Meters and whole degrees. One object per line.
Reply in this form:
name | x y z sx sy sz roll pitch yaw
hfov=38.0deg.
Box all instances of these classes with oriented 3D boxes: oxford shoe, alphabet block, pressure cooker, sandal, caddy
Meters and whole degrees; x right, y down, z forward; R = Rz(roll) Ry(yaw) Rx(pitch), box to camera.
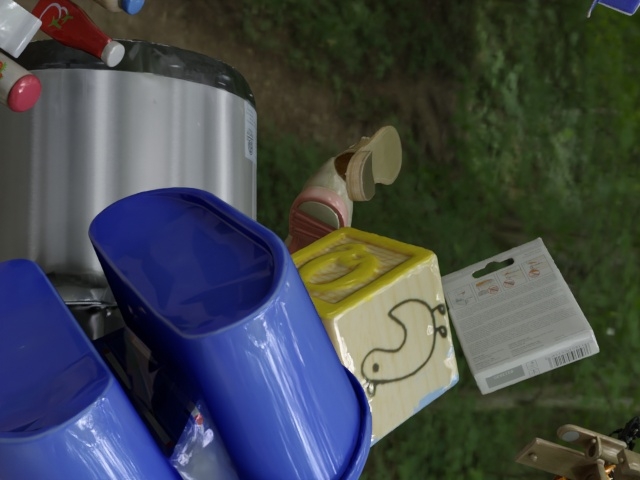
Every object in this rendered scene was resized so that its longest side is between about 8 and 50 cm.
oxford shoe | 0.000 0.000 1.843 0.397 0.141 0.146 111 1 -53
alphabet block | 0.041 0.119 1.215 0.193 0.192 0.197 16 -51 49
pressure cooker | -0.254 0.004 1.104 0.376 0.370 0.420 -5 -97 42
sandal | 0.053 -0.112 1.337 0.240 0.079 0.088 -46 133 -65
caddy | -0.116 0.104 0.633 0.341 0.241 0.179 31 -32 59

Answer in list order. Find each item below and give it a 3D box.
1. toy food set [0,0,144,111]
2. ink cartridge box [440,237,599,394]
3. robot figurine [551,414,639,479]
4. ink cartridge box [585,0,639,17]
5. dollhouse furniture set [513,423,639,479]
toy food set | -0.242 -0.193 0.843 0.232 0.105 0.111 -55 167 -3
ink cartridge box | 0.290 0.110 1.400 0.224 0.181 0.056 -103 169 -54
robot figurine | 0.515 0.414 1.524 0.211 0.291 0.085 63 -2 16
ink cartridge box | 0.512 -0.491 1.313 0.330 0.071 0.324 -51 167 -47
dollhouse furniture set | 0.371 0.342 1.292 0.144 0.123 0.151 -56 -159 36
